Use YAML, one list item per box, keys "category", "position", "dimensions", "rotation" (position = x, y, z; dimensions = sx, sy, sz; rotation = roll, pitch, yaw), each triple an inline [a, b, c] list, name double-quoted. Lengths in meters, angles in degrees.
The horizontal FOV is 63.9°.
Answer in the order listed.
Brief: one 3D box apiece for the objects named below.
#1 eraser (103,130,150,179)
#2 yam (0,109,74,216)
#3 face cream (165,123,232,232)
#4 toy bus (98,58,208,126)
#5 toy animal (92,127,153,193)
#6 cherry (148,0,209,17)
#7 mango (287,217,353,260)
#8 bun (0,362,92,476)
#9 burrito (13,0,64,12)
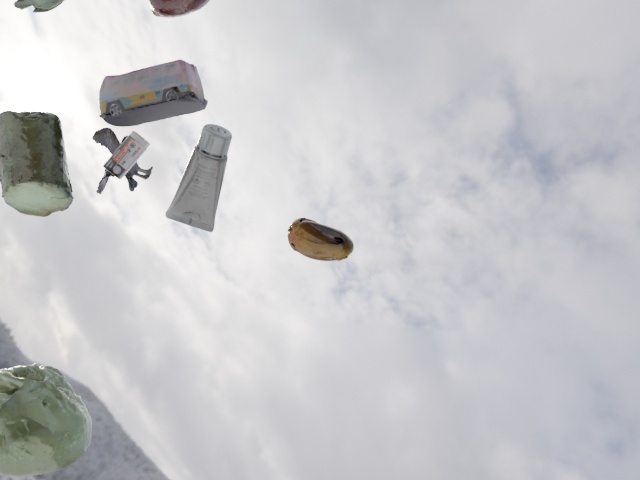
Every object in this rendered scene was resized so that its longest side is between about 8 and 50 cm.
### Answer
- category: "eraser"
  position: [-0.494, -0.217, 1.310]
  dimensions: [0.052, 0.122, 0.029]
  rotation: [39, -1, -6]
- category: "yam"
  position: [-0.843, -0.239, 1.505]
  dimensions: [0.195, 0.195, 0.299]
  rotation: [-46, -123, 54]
- category: "face cream"
  position: [-0.324, -0.165, 1.412]
  dimensions: [0.143, 0.089, 0.314]
  rotation: [19, -62, -12]
- category: "toy bus"
  position: [-0.625, -0.542, 1.889]
  dimensions: [0.387, 0.171, 0.162]
  rotation: [-10, -94, 10]
- category: "toy animal"
  position: [-0.602, -0.243, 1.597]
  dimensions: [0.160, 0.197, 0.272]
  rotation: [35, -43, -8]
- category: "cherry"
  position: [-0.456, -0.849, 1.675]
  dimensions: [0.300, 0.203, 0.230]
  rotation: [-37, -120, 18]
- category: "mango"
  position: [0.000, 0.000, 1.860]
  dimensions: [0.249, 0.156, 0.151]
  rotation: [14, -56, 2]
- category: "bun"
  position: [-0.469, 0.273, 0.819]
  dimensions: [0.213, 0.126, 0.204]
  rotation: [17, 7, -15]
- category: "burrito"
  position: [-0.730, -0.738, 1.452]
  dimensions: [0.096, 0.309, 0.066]
  rotation: [60, 5, -17]
